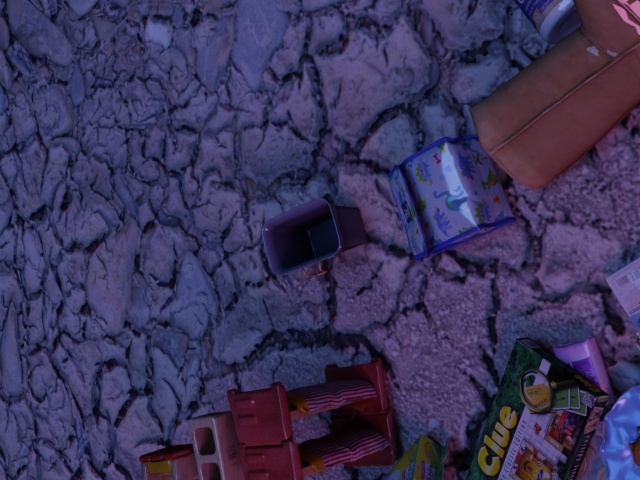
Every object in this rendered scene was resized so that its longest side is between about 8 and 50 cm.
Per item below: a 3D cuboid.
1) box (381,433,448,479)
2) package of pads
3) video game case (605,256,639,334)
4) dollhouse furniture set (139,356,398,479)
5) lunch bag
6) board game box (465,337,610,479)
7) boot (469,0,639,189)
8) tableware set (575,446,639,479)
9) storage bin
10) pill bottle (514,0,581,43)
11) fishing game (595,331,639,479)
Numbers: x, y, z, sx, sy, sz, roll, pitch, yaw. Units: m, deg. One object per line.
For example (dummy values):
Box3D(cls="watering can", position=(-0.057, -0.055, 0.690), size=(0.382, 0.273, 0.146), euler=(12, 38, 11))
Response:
Box3D(cls="box", position=(0.111, 0.342, 1.165), size=(0.043, 0.105, 0.179), euler=(35, 116, -3))
Box3D(cls="package of pads", position=(0.317, 0.160, 1.037), size=(0.050, 0.032, 0.083), euler=(-24, 77, 41))
Box3D(cls="video game case", position=(0.421, 0.063, 0.958), size=(0.157, 0.019, 0.143), euler=(-39, 69, 32))
Box3D(cls="dollhouse furniture set", position=(-0.092, 0.284, 1.277), size=(0.374, 0.201, 0.152), euler=(-17, 82, 44))
Box3D(cls="lunch bag", position=(0.156, -0.054, 1.122), size=(0.151, 0.096, 0.129), euler=(-27, 78, 51))
Box3D(cls="board game box", position=(0.254, 0.265, 1.064), size=(0.136, 0.030, 0.260), euler=(39, 121, 51))
Box3D(cls="boot", position=(0.253, -0.200, 0.948), size=(0.236, 0.089, 0.269), euler=(47, 140, -3))
Box3D(cls="tableware set", position=(0.318, 0.320, 1.054), size=(0.141, 0.020, 0.169), euler=(28, 108, 34))
Box3D(cls="storage bin", position=(0.000, 0.000, 1.245), size=(0.135, 0.091, 0.098), euler=(-23, 78, 38))
Box3D(cls="pill bottle", position=(0.259, -0.324, 1.017), size=(0.094, 0.094, 0.169), euler=(-43, 67, 32))
Box3D(cls="fishing game", position=(0.398, 0.239, 0.952), size=(0.189, 0.041, 0.264), euler=(6, 98, 32))
